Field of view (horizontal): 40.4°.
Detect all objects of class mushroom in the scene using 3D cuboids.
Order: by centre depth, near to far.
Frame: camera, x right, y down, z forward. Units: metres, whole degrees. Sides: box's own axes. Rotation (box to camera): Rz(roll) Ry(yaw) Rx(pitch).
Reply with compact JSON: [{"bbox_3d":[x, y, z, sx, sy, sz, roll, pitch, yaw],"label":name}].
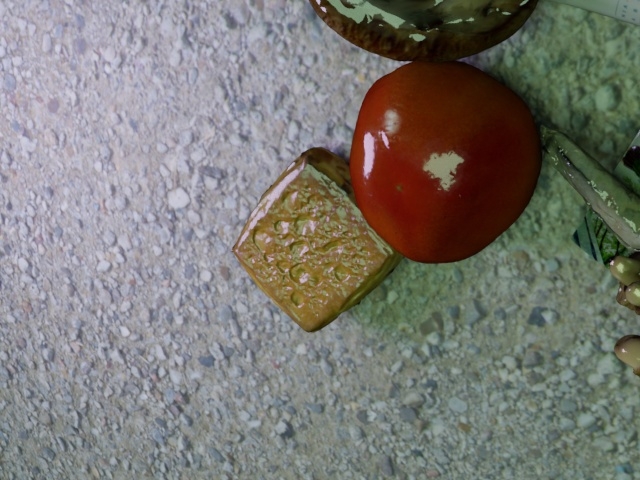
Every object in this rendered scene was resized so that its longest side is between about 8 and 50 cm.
[{"bbox_3d":[0.131,-0.332,0.973,0.283,0.195,0.263,-7,112,38],"label":"mushroom"}]

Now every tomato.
[{"bbox_3d":[0.141,-0.094,1.077,0.260,0.180,0.259,14,116,30],"label":"tomato"}]

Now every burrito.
[{"bbox_3d":[0.311,-0.061,0.980,0.188,0.045,0.058,49,165,18],"label":"burrito"}]

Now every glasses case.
[{"bbox_3d":[0.384,-0.079,0.973,0.095,0.062,0.272,34,135,16],"label":"glasses case"}]

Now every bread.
[{"bbox_3d":[0.000,0.000,1.257,0.210,0.099,0.235,46,120,5],"label":"bread"}]

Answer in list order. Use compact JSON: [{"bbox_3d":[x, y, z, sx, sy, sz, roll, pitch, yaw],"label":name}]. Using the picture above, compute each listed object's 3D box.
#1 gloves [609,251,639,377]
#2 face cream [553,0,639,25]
[{"bbox_3d":[0.474,0.112,0.966,0.357,0.155,0.203,28,141,-4],"label":"gloves"},{"bbox_3d":[0.341,-0.276,0.956,0.244,0.058,0.092,28,135,24],"label":"face cream"}]
